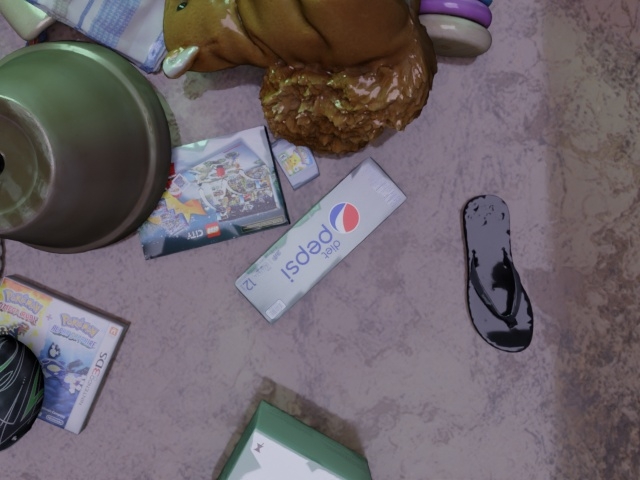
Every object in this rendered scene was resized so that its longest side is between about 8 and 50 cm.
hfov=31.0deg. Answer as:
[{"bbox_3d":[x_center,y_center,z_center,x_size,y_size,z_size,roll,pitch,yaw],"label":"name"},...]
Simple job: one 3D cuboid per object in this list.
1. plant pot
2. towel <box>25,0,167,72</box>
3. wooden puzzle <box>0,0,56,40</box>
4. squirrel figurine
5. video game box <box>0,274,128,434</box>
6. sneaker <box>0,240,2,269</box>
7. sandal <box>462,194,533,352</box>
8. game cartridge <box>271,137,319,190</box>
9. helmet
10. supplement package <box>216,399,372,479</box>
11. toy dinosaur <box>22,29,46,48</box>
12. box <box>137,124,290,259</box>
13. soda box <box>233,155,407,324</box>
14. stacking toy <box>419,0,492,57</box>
[{"bbox_3d":[-0.407,-0.125,1.647,0.323,0.280,0.323,2,99,11],"label":"plant pot"},{"bbox_3d":[-0.305,-0.393,1.711,0.285,0.034,0.209,27,102,-38],"label":"towel"},{"bbox_3d":[-0.406,-0.525,1.742,0.348,0.080,0.322,-39,82,-1],"label":"wooden puzzle"},{"bbox_3d":[-0.040,-0.289,1.669,0.370,0.281,0.397,-17,106,22],"label":"squirrel figurine"},{"bbox_3d":[-0.431,0.178,1.805,0.205,0.048,0.187,23,89,-2],"label":"video game box"},{"bbox_3d":[-0.559,0.074,1.763,0.107,0.110,0.275,11,81,-2],"label":"sneaker"},{"bbox_3d":[0.271,0.056,1.810,0.097,0.054,0.255,-14,91,-1],"label":"sandal"},{"bbox_3d":[-0.039,-0.128,1.821,0.056,0.017,0.083,-32,92,-4],"label":"game cartridge"},{"bbox_3d":[-0.487,0.224,1.701,0.169,0.161,0.169,0,94,0],"label":"helmet"},{"bbox_3d":[-0.054,0.386,1.708,0.199,0.263,0.198,30,90,-1],"label":"supplement package"},{"bbox_3d":[-0.448,-0.304,1.785,0.047,0.090,0.082,5,59,14],"label":"toy dinosaur"},{"bbox_3d":[-0.178,-0.074,1.797,0.233,0.044,0.159,-14,92,3],"label":"box"},{"bbox_3d":[0.000,0.000,1.783,0.286,0.098,0.091,-43,91,0],"label":"soda box"},{"bbox_3d":[0.216,-0.456,1.765,0.141,0.141,0.330,10,87,-1],"label":"stacking toy"}]
